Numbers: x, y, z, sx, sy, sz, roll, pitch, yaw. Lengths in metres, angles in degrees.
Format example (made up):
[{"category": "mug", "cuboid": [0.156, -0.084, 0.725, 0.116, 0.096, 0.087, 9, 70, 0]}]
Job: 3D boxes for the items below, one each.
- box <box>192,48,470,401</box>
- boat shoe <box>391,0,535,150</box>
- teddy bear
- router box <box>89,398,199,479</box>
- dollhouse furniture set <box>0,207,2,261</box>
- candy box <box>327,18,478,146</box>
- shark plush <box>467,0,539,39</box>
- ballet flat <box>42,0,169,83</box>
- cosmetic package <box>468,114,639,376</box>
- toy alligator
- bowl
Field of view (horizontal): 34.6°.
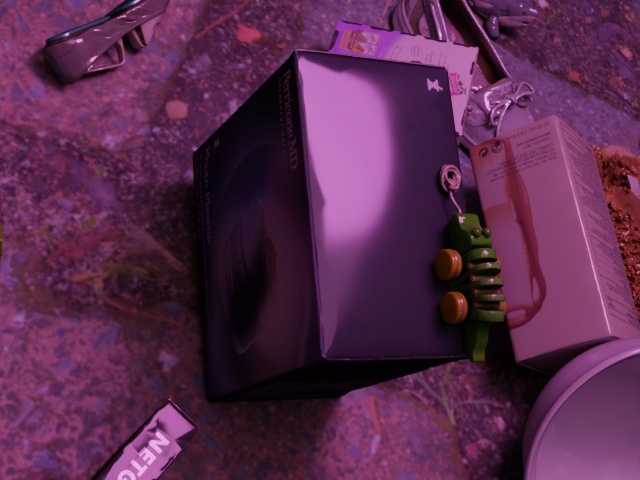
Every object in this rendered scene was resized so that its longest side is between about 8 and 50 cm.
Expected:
[{"category": "box", "cuboid": [0.000, 0.000, 1.061, 0.183, 0.294, 0.296, 2, 73, -27]}, {"category": "boat shoe", "cuboid": [0.221, -0.239, 1.468, 0.118, 0.103, 0.320, -20, 74, -35]}, {"category": "teddy bear", "cuboid": [0.424, -0.009, 1.459, 0.245, 0.113, 0.338, -12, 61, -39]}, {"category": "router box", "cuboid": [-0.200, 0.240, 0.950, 0.046, 0.133, 0.179, 43, 51, -1]}, {"category": "dollhouse furniture set", "cuboid": [-0.371, -0.003, 1.068, 0.076, 0.058, 0.151, 0, 44, -20]}, {"category": "candy box", "cuboid": [0.098, -0.197, 1.359, 0.196, 0.070, 0.165, 13, 55, 5]}, {"category": "shark plush", "cuboid": [0.268, -0.392, 1.604, 0.073, 0.067, 0.161, -30, 80, -37]}, {"category": "ballet flat", "cuboid": [-0.248, -0.255, 1.262, 0.213, 0.072, 0.068, -42, 114, -37]}, {"category": "cosmetic package", "cuboid": [0.301, 0.011, 1.312, 0.153, 0.129, 0.296, 26, 49, -53]}, {"category": "toy alligator", "cuboid": [0.139, 0.013, 0.926, 0.056, 0.051, 0.189, 3, 73, -30]}, {"category": "bowl", "cuboid": [0.358, 0.228, 1.212, 0.298, 0.298, 0.134, 19, 15, -18]}]
